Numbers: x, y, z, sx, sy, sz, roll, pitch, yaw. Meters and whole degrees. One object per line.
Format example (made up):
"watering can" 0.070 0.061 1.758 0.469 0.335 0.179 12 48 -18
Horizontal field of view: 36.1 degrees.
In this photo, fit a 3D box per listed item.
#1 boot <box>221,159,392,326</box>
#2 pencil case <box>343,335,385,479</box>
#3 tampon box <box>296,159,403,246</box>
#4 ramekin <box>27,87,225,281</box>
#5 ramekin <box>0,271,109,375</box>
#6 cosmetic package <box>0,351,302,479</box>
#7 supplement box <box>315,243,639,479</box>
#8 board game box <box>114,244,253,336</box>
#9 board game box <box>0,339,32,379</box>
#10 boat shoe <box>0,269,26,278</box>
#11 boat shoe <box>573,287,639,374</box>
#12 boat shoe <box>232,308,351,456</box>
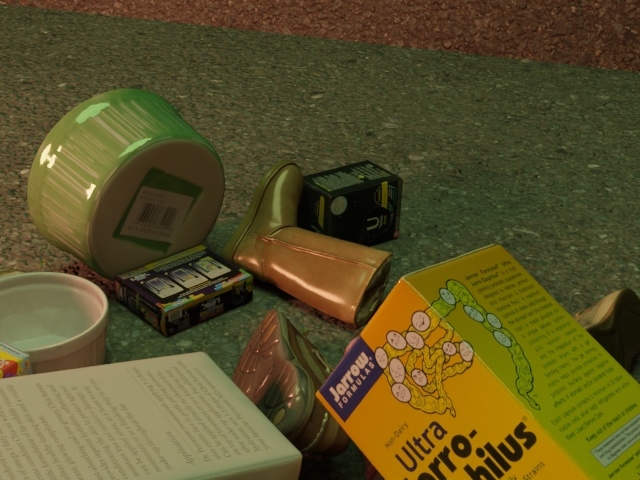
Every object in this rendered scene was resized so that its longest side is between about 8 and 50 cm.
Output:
"boot" 0.000 0.000 1.604 0.269 0.089 0.236 17 72 30
"pencil case" 0.094 0.221 1.229 0.124 0.124 0.284 -1 27 -6
"tampon box" 0.051 -0.058 1.752 0.161 0.120 0.101 -17 32 -32
"ramekin" -0.299 -0.078 1.585 0.303 0.303 0.148 -22 44 -38
"ramekin" -0.392 0.139 1.352 0.207 0.109 0.207 2 28 -1
"cosmetic package" -0.274 0.259 0.993 0.453 0.161 0.230 -3 26 -35
"supplement box" 0.204 0.205 1.015 0.195 0.194 0.356 -15 56 -49
"board game box" -0.215 0.075 1.553 0.170 0.048 0.141 -21 35 -37
"board game box" -0.481 0.227 1.136 0.142 0.144 0.275 19 33 28
"boat shoe" -0.517 0.078 1.530 0.045 0.050 0.135 19 22 36
"boat shoe" 0.374 0.164 1.392 0.098 0.109 0.302 -28 6 40
"boat shoe" -0.036 0.193 1.295 0.116 0.123 0.324 31 12 -18
